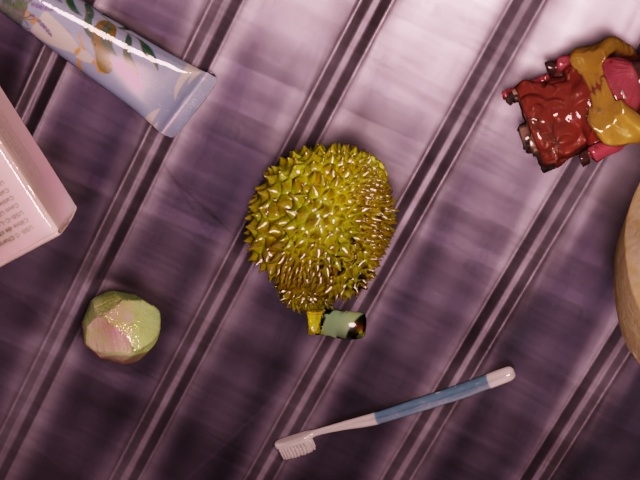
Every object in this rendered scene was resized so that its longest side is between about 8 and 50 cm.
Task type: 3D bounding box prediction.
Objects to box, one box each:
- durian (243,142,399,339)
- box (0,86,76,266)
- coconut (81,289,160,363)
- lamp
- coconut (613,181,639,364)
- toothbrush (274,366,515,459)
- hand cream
[{"bbox_3d":[0.000,-0.013,1.628,0.146,0.159,0.198,17,143,8],"label":"durian"},{"bbox_3d":[-0.405,-0.077,1.657,0.203,0.106,0.251,-28,104,12],"label":"box"},{"bbox_3d":[-0.213,0.092,1.717,0.083,0.081,0.082,-38,93,-20],"label":"coconut"},{"bbox_3d":[0.312,-0.148,1.582,0.253,0.118,0.118,-22,106,8],"label":"lamp"},{"bbox_3d":[0.425,0.023,1.532,0.323,0.323,0.323,1,109,4],"label":"coconut"},{"bbox_3d":[0.081,0.189,1.758,0.276,0.019,0.025,-19,112,10],"label":"toothbrush"},{"bbox_3d":[-0.229,-0.204,1.635,0.256,0.055,0.088,34,112,-14],"label":"hand cream"}]
